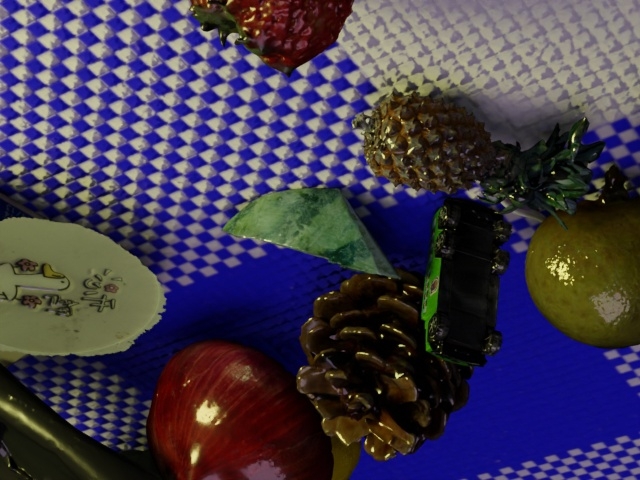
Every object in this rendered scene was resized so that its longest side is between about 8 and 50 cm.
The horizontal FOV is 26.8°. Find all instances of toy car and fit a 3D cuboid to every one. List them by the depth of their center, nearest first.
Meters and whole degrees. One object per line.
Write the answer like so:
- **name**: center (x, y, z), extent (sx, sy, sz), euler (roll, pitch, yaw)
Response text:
- **toy car**: center (0.132, 0.042, 1.264), extent (0.071, 0.165, 0.062), euler (17, 151, -16)

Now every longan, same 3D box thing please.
- **longan**: center (0.271, 0.017, 1.250), extent (0.155, 0.176, 0.145), euler (-11, -172, -28)

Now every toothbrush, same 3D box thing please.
- **toothbrush**: center (0.179, -0.041, 1.270), extent (0.022, 0.017, 0.204), euler (-41, 126, 18)

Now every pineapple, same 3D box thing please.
- **pineapple**: center (0.134, -0.080, 1.168), extent (0.221, 0.083, 0.103), euler (13, 102, -7)

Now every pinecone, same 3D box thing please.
- **pinecone**: center (0.065, 0.131, 1.342), extent (0.179, 0.204, 0.184), euler (-24, 122, 26)

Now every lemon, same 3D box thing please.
- **lemon**: center (-0.007, 0.236, 1.554), extent (0.109, 0.109, 0.133), euler (-28, 117, 33)

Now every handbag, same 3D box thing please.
- **handbag**: center (-0.281, 0.264, 1.457), extent (0.275, 0.088, 0.244), euler (34, 142, 15)

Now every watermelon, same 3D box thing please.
- **watermelon**: center (-0.003, -0.005, 1.293), extent (0.180, 0.081, 0.094), euler (21, 157, 4)

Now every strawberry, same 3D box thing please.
- **strawberry**: center (-0.030, -0.209, 1.016), extent (0.131, 0.148, 0.131), euler (26, 178, 1)

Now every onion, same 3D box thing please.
- **onion**: center (-0.098, 0.217, 1.444), extent (0.161, 0.248, 0.248), euler (-2, 150, -39)

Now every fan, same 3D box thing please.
- **fan**: center (-0.356, 0.038, 1.304), extent (0.415, 0.012, 0.233), euler (7, 140, -9)

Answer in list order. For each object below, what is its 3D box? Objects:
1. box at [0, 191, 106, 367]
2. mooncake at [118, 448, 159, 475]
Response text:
- **box**: center (-0.400, 0.065, 1.405), extent (0.200, 0.065, 0.343), euler (33, 132, -31)
- **mooncake**: center (-0.156, 0.396, 1.704), extent (0.351, 0.187, 0.351), euler (0, 143, 0)
